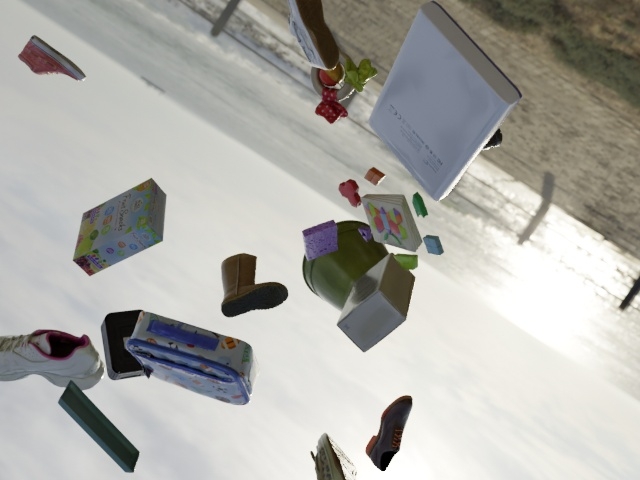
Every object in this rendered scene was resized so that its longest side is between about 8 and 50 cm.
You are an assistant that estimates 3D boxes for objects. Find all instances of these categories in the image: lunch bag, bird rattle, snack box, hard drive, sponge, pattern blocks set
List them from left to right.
[{"bbox_3d":[-0.465,-0.033,1.685,0.070,0.207,0.174,55,-164,-39],"label":"snack box"},{"bbox_3d":[-0.299,0.272,1.677,0.304,0.114,0.243,13,152,13],"label":"lunch bag"},{"bbox_3d":[0.000,0.000,2.484,0.210,0.117,0.031,85,164,-67],"label":"sponge"},{"bbox_3d":[0.054,-0.514,2.353,0.143,0.253,0.206,-27,-101,-48],"label":"bird rattle"},{"bbox_3d":[0.174,-0.050,1.828,0.285,0.026,0.325,62,155,-10],"label":"pattern blocks set"},{"bbox_3d":[0.196,-0.223,1.236,0.210,0.040,0.318,52,156,12],"label":"hard drive"}]

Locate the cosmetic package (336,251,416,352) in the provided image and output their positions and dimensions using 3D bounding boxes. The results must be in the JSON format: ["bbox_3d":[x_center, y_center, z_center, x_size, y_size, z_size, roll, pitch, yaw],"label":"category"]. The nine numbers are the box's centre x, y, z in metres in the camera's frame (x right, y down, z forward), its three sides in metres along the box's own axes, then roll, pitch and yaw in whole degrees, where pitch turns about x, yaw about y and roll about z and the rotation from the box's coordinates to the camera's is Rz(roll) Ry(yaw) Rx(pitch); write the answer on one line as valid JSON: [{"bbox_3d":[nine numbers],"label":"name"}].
[{"bbox_3d":[0.159,0.162,1.987,0.113,0.160,0.309,46,-158,-6],"label":"cosmetic package"}]

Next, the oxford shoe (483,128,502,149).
[{"bbox_3d":[0.378,-0.326,1.932,0.227,0.096,0.082,51,150,30],"label":"oxford shoe"}]

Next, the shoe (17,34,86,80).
[{"bbox_3d":[-0.752,-0.488,2.025,0.178,0.081,0.063,37,-170,-35],"label":"shoe"}]

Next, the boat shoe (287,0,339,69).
[{"bbox_3d":[-0.044,-0.564,1.868,0.096,0.098,0.277,10,137,39],"label":"boat shoe"}]

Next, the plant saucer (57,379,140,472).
[{"bbox_3d":[-0.395,0.335,1.290,0.192,0.018,0.067,51,-172,-15],"label":"plant saucer"}]

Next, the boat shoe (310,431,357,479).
[{"bbox_3d":[0.022,0.504,1.536,0.104,0.089,0.285,49,-178,-12],"label":"boat shoe"}]

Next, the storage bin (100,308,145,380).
[{"bbox_3d":[-0.553,0.298,2.069,0.122,0.180,0.084,-5,158,-27],"label":"storage bin"}]

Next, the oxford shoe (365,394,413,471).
[{"bbox_3d":[0.238,0.614,2.301,0.097,0.271,0.098,9,-155,-30],"label":"oxford shoe"}]

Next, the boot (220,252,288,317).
[{"bbox_3d":[-0.226,0.125,2.398,0.269,0.236,0.089,-97,-7,-59],"label":"boot"}]

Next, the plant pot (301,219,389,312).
[{"bbox_3d":[0.159,0.155,2.829,0.367,0.366,0.353,31,-171,-32],"label":"plant pot"}]

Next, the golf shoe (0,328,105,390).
[{"bbox_3d":[-0.623,0.236,1.565,0.307,0.140,0.115,6,-137,-2],"label":"golf shoe"}]
